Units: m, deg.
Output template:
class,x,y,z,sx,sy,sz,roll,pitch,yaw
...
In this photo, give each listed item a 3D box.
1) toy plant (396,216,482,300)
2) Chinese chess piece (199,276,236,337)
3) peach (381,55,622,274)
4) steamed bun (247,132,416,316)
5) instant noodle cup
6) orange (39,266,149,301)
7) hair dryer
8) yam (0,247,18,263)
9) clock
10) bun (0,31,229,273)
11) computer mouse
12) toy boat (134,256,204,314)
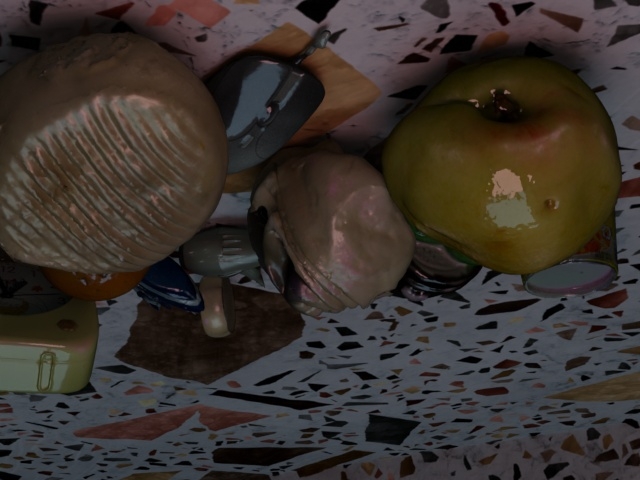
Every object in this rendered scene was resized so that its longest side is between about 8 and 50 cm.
class,x,y,z,sx,sy,sz,roll,pitch,yaw
toy plant,0.186,-0.014,1.833,0.218,0.175,0.235,28,142,-2
Chinese chess piece,-0.196,0.123,2.128,0.051,0.122,0.122,-7,154,6
peach,0.255,-0.103,1.529,0.314,0.281,0.315,21,163,35
steamed bun,0.000,0.000,1.721,0.206,0.275,0.320,-40,156,-13
instant noodle cup,0.418,0.002,1.912,0.205,0.153,0.205,-4,155,-2
orange,-0.357,0.001,1.779,0.206,0.206,0.206,-2,155,-1
hair dryer,-0.091,0.029,2.000,0.229,0.092,0.267,-12,163,31
yam,-0.575,-0.016,1.823,0.183,0.107,0.107,4,154,-10
clock,-0.516,0.109,1.847,0.286,0.348,0.117,6,118,-16
bun,-0.283,-0.119,1.469,0.326,0.234,0.362,25,126,-22
computer mouse,-0.100,-0.174,1.561,0.167,0.090,0.379,14,148,-34
toy boat,-0.287,0.083,2.011,0.210,0.070,0.292,30,161,21
